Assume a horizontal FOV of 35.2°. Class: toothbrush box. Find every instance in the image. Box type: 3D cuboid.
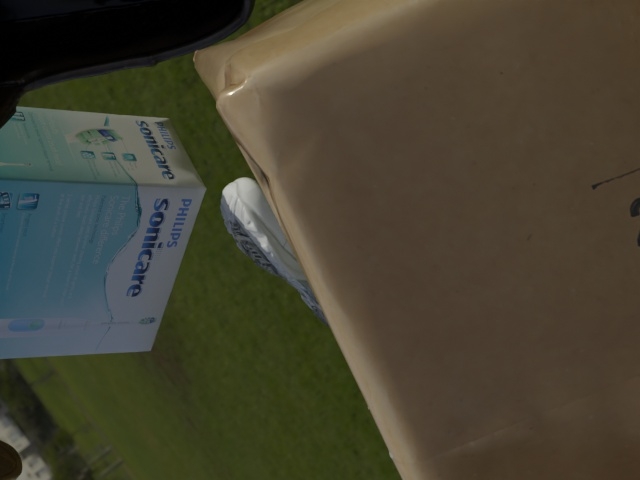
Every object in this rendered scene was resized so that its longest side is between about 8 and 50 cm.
[{"bbox_3d":[-0.283,-0.005,0.940,0.126,0.296,0.216,59,138,42],"label":"toothbrush box"}]

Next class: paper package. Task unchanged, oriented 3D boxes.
[{"bbox_3d":[0.157,-0.006,0.436,0.168,0.325,0.309,-118,3,-74],"label":"paper package"}]

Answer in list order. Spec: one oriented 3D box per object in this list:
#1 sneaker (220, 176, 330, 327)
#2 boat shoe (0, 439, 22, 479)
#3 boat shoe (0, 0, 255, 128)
[{"bbox_3d":[0.000,0.000,0.985,0.232,0.115,0.090,44,169,-34],"label":"sneaker"},{"bbox_3d":[-0.343,0.204,0.857,0.059,0.170,0.063,-62,41,32],"label":"boat shoe"},{"bbox_3d":[-0.196,-0.120,0.496,0.132,0.355,0.130,88,160,-58],"label":"boat shoe"}]
